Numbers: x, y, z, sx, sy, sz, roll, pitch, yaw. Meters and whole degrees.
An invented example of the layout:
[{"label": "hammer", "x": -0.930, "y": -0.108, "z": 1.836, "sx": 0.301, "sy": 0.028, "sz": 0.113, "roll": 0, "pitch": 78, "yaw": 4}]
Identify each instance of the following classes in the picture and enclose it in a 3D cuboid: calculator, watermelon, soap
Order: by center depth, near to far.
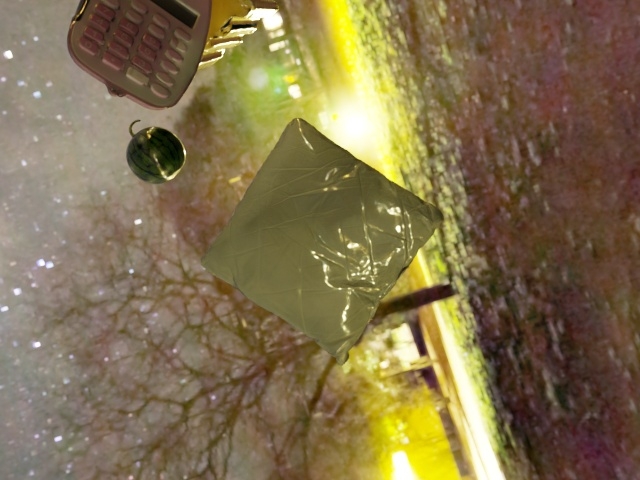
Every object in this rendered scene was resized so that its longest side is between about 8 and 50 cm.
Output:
[{"label": "calculator", "x": -0.269, "y": -0.318, "z": 1.100, "sx": 0.194, "sy": 0.043, "sz": 0.294, "roll": 31, "pitch": -129, "yaw": -26}, {"label": "watermelon", "x": -0.286, "y": -0.147, "z": 1.245, "sx": 0.109, "sy": 0.109, "sz": 0.109, "roll": -18, "pitch": -90, "yaw": -88}, {"label": "soap", "x": -0.203, "y": -0.430, "z": 1.434, "sx": 0.096, "sy": 0.204, "sz": 0.324, "roll": 51, "pitch": -166, "yaw": -10}]

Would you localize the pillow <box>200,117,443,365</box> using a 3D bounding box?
[{"label": "pillow", "x": -0.002, "y": 0.000, "z": 1.108, "sx": 0.274, "sy": 0.281, "sz": 0.076, "roll": 34, "pitch": -171, "yaw": 3}]
